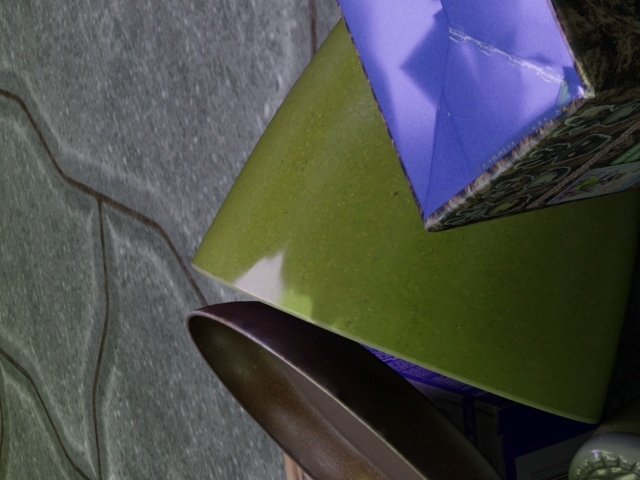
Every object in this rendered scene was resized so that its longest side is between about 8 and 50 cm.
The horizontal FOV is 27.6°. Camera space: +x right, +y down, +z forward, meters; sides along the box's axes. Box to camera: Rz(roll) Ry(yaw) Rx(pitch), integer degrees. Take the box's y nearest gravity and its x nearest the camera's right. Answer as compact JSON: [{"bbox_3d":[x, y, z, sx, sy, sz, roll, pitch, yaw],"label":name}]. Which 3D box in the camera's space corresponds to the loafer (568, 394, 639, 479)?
[{"bbox_3d":[0.236,0.200,0.837,0.094,0.087,0.251,-2,126,34],"label":"loafer"}]

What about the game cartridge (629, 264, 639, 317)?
[{"bbox_3d":[0.323,0.048,0.687,0.230,0.068,0.355,65,148,14],"label":"game cartridge"}]

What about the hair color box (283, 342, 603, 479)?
[{"bbox_3d":[0.089,0.180,1.090,0.339,0.110,0.185,10,110,60],"label":"hair color box"}]

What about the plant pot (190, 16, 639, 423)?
[{"bbox_3d":[0.098,-0.071,0.827,0.275,0.275,0.293,22,90,56],"label":"plant pot"}]

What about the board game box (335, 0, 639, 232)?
[{"bbox_3d":[0.160,-0.157,0.656,0.141,0.291,0.232,-42,65,56],"label":"board game box"}]

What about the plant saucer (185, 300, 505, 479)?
[{"bbox_3d":[0.036,0.142,0.888,0.311,0.050,0.310,39,162,15],"label":"plant saucer"}]
